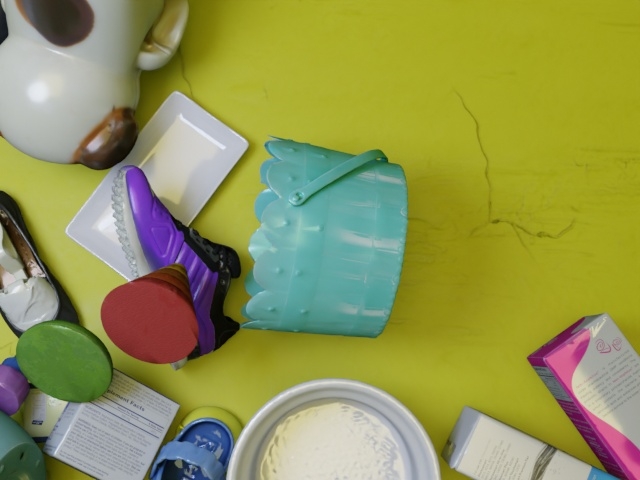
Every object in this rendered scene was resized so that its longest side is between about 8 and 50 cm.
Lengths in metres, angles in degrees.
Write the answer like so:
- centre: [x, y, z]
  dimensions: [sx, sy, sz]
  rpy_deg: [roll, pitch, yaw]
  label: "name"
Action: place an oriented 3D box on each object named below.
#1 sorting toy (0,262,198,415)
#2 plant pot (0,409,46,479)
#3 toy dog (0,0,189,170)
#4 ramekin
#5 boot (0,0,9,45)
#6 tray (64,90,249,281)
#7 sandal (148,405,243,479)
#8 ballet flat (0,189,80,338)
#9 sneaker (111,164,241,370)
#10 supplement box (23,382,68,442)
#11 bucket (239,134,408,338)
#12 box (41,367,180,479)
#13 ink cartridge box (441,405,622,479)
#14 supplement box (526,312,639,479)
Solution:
- centre: [-0.294, 0.117, 1.119]
  dimensions: [0.366, 0.126, 0.127]
  rpy_deg: [-26, 114, 25]
  label: "sorting toy"
- centre: [-0.491, 0.318, 1.070]
  dimensions: [0.235, 0.293, 0.293]
  rpy_deg: [9, 82, 10]
  label: "plant pot"
- centre: [-0.309, -0.295, 1.147]
  dimensions: [0.285, 0.395, 0.408]
  rpy_deg: [15, 116, -11]
  label: "toy dog"
- centre: [0.018, 0.325, 1.162]
  dimensions: [0.277, 0.135, 0.277]
  rpy_deg: [0, 83, 0]
  label: "ramekin"
- centre: [-0.560, -0.298, 1.270]
  dimensions: [0.247, 0.094, 0.207]
  rpy_deg: [3, 86, -6]
  label: "boot"
- centre: [-0.239, -0.076, 1.272]
  dimensions: [0.145, 0.030, 0.270]
  rpy_deg: [36, 84, 6]
  label: "tray"
- centre: [-0.209, 0.377, 1.157]
  dimensions: [0.126, 0.138, 0.317]
  rpy_deg: [21, 84, 1]
  label: "sandal"
- centre: [-0.438, 0.050, 1.222]
  dimensions: [0.095, 0.096, 0.280]
  rpy_deg: [-31, 83, -4]
  label: "ballet flat"
- centre: [-0.193, 0.023, 1.208]
  dimensions: [0.146, 0.102, 0.293]
  rpy_deg: [-21, 104, -17]
  label: "sneaker"
- centre: [-0.371, 0.242, 1.215]
  dimensions: [0.083, 0.056, 0.083]
  rpy_deg: [-2, 82, 0]
  label: "supplement box"
- centre: [0.000, 0.000, 1.144]
  dimensions: [0.183, 0.281, 0.281]
  rpy_deg: [8, 82, -8]
  label: "bucket"
- centre: [-0.285, 0.255, 1.169]
  dimensions: [0.126, 0.072, 0.137]
  rpy_deg: [35, 66, -21]
  label: "box"
- centre: [0.278, 0.307, 1.155]
  dimensions: [0.203, 0.148, 0.086]
  rpy_deg: [26, 84, 3]
  label: "ink cartridge box"
- centre: [0.403, 0.221, 1.186]
  dimensions: [0.111, 0.114, 0.220]
  rpy_deg: [-34, 84, -3]
  label: "supplement box"
